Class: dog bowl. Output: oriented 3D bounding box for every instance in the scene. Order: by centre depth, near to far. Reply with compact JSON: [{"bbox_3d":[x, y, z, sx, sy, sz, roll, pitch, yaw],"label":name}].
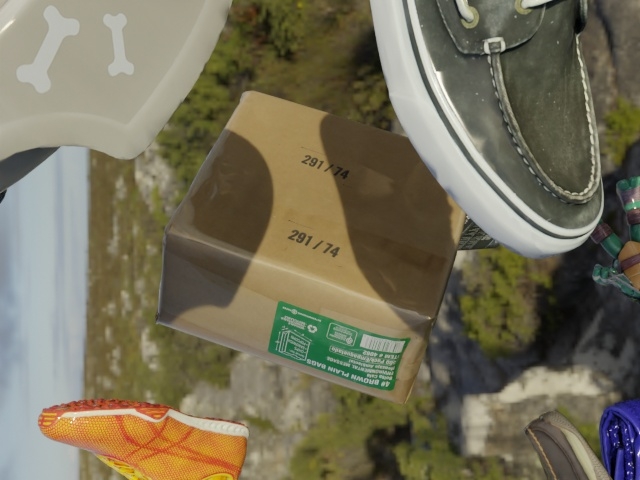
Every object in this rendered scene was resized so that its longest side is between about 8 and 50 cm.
[{"bbox_3d":[-0.224,-0.128,0.652,0.102,0.348,0.349,49,-164,-40],"label":"dog bowl"}]

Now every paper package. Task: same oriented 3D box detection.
[{"bbox_3d":[0.000,0.000,1.261,0.168,0.324,0.309,102,-171,-46],"label":"paper package"}]

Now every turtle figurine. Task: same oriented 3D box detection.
[{"bbox_3d":[0.467,0.030,1.514,0.118,0.175,0.234,98,152,-63],"label":"turtle figurine"}]

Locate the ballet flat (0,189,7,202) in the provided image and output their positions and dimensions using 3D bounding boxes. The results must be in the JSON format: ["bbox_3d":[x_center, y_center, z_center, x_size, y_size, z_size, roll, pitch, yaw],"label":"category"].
[{"bbox_3d":[-0.304,-0.009,0.803,0.188,0.070,0.070,-81,2,-47],"label":"ballet flat"}]

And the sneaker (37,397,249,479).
[{"bbox_3d":[-0.118,0.148,0.720,0.064,0.175,0.067,-3,71,47],"label":"sneaker"}]

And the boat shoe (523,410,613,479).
[{"bbox_3d":[0.261,0.342,0.995,0.132,0.130,0.355,49,-161,-67],"label":"boat shoe"}]

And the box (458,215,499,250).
[{"bbox_3d":[0.210,-0.064,1.570,0.077,0.180,0.147,-49,67,25],"label":"box"}]

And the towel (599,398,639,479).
[{"bbox_3d":[0.446,0.282,1.197,0.076,0.308,0.228,15,107,55],"label":"towel"}]

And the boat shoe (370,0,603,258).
[{"bbox_3d":[0.099,-0.154,0.594,0.119,0.121,0.335,-22,89,52],"label":"boat shoe"}]
